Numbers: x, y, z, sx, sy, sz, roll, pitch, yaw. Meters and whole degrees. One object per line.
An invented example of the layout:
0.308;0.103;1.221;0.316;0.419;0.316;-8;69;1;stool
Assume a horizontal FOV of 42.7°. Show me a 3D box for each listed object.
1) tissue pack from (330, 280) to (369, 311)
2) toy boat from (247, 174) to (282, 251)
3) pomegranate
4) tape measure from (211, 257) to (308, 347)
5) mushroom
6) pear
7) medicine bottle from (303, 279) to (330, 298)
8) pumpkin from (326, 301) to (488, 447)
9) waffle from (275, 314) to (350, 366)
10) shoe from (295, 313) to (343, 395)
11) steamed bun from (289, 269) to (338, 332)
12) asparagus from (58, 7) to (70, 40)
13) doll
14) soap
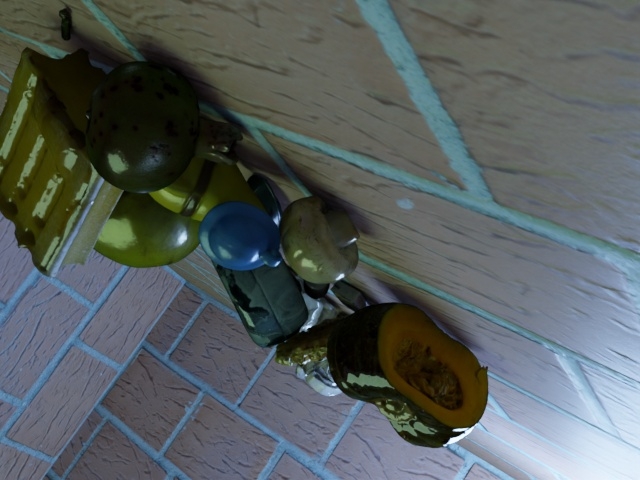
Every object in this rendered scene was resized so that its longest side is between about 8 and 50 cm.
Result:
0.064;0.120;1.727;0.063;0.035;0.083;28;169;27;tissue pack
-0.104;-0.044;1.437;0.093;0.103;0.246;46;158;16;toy boat
-0.228;-0.146;1.139;0.210;0.179;0.179;35;171;-40;pomegranate
-0.129;0.087;1.743;0.275;0.147;0.256;61;174;10;tape measure
0.000;0.000;1.220;0.148;0.112;0.148;59;-173;-12;mushroom
-0.328;-0.064;1.545;0.253;0.252;0.307;32;165;16;pear
-0.007;0.080;1.707;0.058;0.057;0.199;34;169;6;medicine bottle
0.170;0.233;1.522;0.317;0.221;0.139;37;141;-16;pumpkin
0.026;0.209;1.729;0.291;0.291;0.051;0;110;71;waffle
0.053;0.320;2.158;0.172;0.198;0.351;34;170;-4;shoe
-0.076;0.170;2.044;0.211;0.144;0.218;40;168;-27;steamed bun
-0.381;-0.323;1.224;0.015;0.018;0.127;2;177;-16;asparagus
-0.168;-0.080;1.262;0.200;0.145;0.363;-1;-141;-48;doll
-0.419;-0.124;1.315;0.143;0.281;0.259;-9;-122;-48;soap
